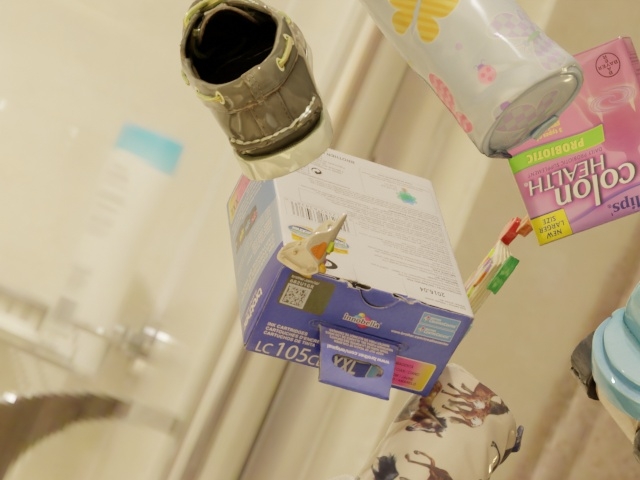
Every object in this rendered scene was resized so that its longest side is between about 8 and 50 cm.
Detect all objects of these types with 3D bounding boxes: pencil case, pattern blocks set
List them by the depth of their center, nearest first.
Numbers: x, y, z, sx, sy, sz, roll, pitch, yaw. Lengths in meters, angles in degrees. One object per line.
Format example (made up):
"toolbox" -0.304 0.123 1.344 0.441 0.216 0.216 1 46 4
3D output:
"pencil case" 0.114 -0.203 1.371 0.273 0.113 0.124 52 24 18
"pencil case" 0.115 0.352 1.949 0.160 0.410 0.183 0 -53 34
"pattern blocks set" 0.250 0.068 2.413 0.026 0.285 0.325 35 0 -1

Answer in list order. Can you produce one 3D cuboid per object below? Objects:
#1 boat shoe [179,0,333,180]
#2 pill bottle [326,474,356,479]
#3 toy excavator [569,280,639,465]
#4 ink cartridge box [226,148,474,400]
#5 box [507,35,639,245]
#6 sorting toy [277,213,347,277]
"boat shoe" -0.065 -0.156 1.282 0.091 0.109 0.305 62 1 -31
"pill bottle" 0.087 0.554 2.238 0.392 0.224 0.224 50 -16 -10
"toy excavator" 0.572 0.064 2.039 0.445 0.433 0.222 88 -22 -46
"ink cartridge box" 0.033 0.042 2.021 0.270 0.151 0.395 16 29 -18
"box" 0.381 -0.144 2.219 0.213 0.243 0.117 -20 2 19
"sorting toy" 0.000 0.000 1.773 0.045 0.075 0.083 42 -22 -13
